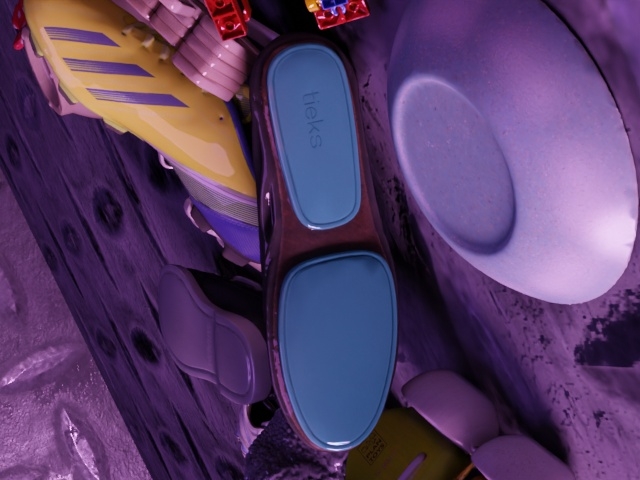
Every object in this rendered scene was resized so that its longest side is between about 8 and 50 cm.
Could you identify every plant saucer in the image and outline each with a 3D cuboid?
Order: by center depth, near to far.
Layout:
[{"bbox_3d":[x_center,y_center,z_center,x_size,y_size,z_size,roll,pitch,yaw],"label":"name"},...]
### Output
[{"bbox_3d":[0.084,-0.046,0.517,0.195,0.037,0.195,50,156,33],"label":"plant saucer"}]

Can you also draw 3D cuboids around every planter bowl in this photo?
[{"bbox_3d":[-0.243,-0.195,1.005,0.162,0.109,0.162,48,153,34],"label":"planter bowl"}]

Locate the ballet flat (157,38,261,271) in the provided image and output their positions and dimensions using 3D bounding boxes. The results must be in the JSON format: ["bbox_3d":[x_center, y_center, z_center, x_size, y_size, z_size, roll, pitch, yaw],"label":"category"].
[{"bbox_3d":[-0.097,-0.063,0.857,0.086,0.086,0.249,18,131,62],"label":"ballet flat"}]

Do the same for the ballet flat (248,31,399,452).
[{"bbox_3d":[0.000,0.000,0.664,0.096,0.095,0.281,-164,70,-76],"label":"ballet flat"}]

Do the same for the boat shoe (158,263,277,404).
[{"bbox_3d":[-0.091,0.094,1.009,0.302,0.091,0.114,31,122,57],"label":"boat shoe"}]

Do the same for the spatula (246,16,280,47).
[{"bbox_3d":[-0.094,-0.238,0.742,0.242,0.019,0.168,39,147,40],"label":"spatula"}]

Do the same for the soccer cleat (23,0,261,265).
[{"bbox_3d":[-0.102,-0.107,0.740,0.289,0.093,0.121,47,129,-6],"label":"soccer cleat"}]

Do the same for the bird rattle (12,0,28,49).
[{"bbox_3d":[-0.324,-0.352,1.062,0.253,0.143,0.207,76,171,-62],"label":"bird rattle"}]

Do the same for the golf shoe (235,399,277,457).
[{"bbox_3d":[-0.050,0.251,1.136,0.176,0.069,0.086,44,146,39],"label":"golf shoe"}]

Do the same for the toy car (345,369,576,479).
[{"bbox_3d":[0.095,0.192,0.657,0.136,0.159,0.182,33,-175,-44],"label":"toy car"}]

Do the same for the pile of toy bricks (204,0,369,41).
[{"bbox_3d":[-0.043,-0.226,0.545,0.105,0.118,0.212,-85,-22,-50],"label":"pile of toy bricks"}]

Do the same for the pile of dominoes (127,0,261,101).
[{"bbox_3d":[-0.147,-0.197,0.662,0.251,0.040,0.196,45,-171,15],"label":"pile of dominoes"}]

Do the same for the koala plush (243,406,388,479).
[{"bbox_3d":[0.010,0.258,0.860,0.221,0.196,0.203,104,147,-60],"label":"koala plush"}]
